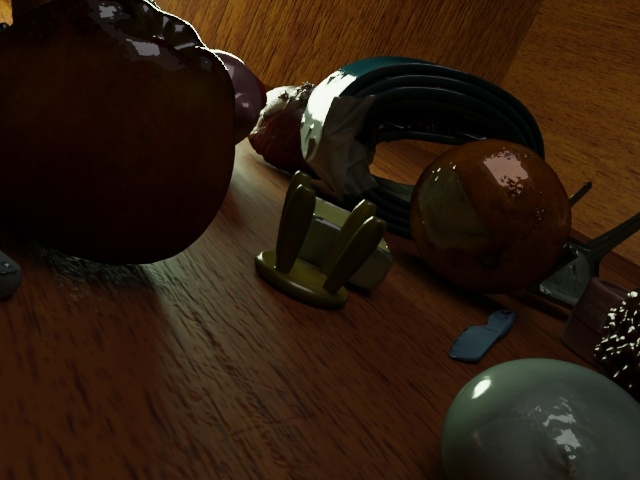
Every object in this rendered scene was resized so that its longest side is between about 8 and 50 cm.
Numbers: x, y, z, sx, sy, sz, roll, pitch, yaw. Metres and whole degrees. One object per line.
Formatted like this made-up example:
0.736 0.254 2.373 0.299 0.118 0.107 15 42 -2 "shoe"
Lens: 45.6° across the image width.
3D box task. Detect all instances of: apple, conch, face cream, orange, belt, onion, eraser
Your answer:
-0.179 -0.098 0.654 0.230 0.229 0.230 24 13 -6 "apple"
0.189 0.171 0.541 0.221 0.121 0.184 23 42 -31 "conch"
0.444 0.133 1.122 0.149 0.104 0.149 24 13 -6 "face cream"
0.251 -0.034 1.146 0.240 0.240 0.240 24 13 -6 "orange"
0.183 -0.164 1.367 0.437 0.300 0.173 12 15 -16 "belt"
-0.027 -0.231 1.473 0.230 0.163 0.230 15 34 -10 "onion"
0.023 -0.001 0.964 0.117 0.058 0.172 27 10 -9 "eraser"

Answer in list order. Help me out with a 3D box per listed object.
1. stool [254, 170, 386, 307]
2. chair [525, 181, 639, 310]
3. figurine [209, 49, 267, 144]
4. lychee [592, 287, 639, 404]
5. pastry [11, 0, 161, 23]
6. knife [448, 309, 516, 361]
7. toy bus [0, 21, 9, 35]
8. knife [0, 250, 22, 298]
0.000 0.000 0.818 0.135 0.110 0.134 33 16 35 "stool"
0.425 0.028 1.317 0.203 0.190 0.275 23 -31 -16 "chair"
-0.179 -0.225 1.246 0.173 0.173 0.173 24 13 -6 "figurine"
0.402 0.131 0.768 0.268 0.267 0.267 24 13 -6 "lychee"
-0.369 -0.324 1.145 0.256 0.170 0.236 7 -39 48 "pastry"
0.209 0.115 0.962 0.045 0.019 0.313 22 12 19 "knife"
-0.483 -0.274 1.068 0.079 0.077 0.174 18 16 -30 "toy bus"
-0.273 -0.007 0.538 0.162 0.023 0.044 31 18 23 "knife"
